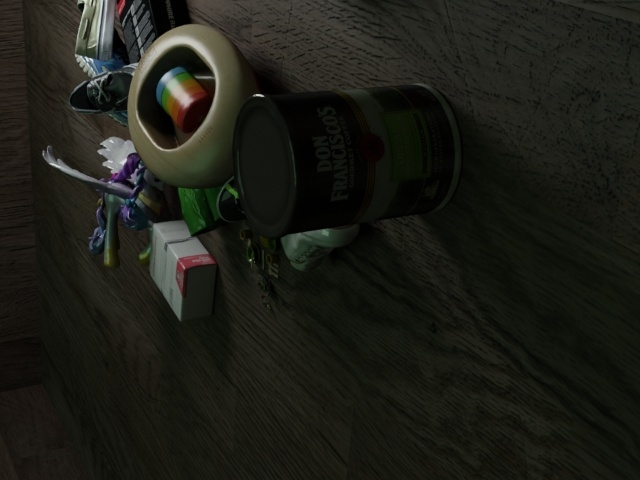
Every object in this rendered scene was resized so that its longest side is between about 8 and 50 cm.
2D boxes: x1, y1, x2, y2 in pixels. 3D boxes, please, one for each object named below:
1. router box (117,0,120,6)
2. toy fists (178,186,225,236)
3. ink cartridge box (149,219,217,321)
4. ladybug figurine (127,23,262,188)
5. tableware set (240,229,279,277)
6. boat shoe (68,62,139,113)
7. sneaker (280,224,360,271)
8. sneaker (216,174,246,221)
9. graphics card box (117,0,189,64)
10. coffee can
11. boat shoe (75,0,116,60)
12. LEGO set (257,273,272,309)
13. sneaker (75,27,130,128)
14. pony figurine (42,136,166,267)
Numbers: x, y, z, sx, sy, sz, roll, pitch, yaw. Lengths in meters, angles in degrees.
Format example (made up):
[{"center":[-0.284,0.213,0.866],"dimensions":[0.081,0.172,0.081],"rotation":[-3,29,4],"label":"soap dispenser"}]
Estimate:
[{"center":[-0.517,-0.712,2.443],"dimensions":[0.133,0.046,0.179],"rotation":[-54,51,52],"label":"router box"},{"center":[-0.231,-0.109,2.050],"dimensions":[0.279,0.096,0.142],"rotation":[-24,84,59],"label":"toy fists"},{"center":[-0.341,0.071,2.303],"dimensions":[0.218,0.092,0.159],"rotation":[45,136,45],"label":"ink cartridge box"},{"center":[-0.242,-0.265,1.895],"dimensions":[0.305,0.162,0.449],"rotation":[-50,46,15],"label":"ladybug figurine"},{"center":[-0.129,0.014,1.970],"dimensions":[0.154,0.024,0.104],"rotation":[31,124,55],"label":"tableware set"},{"center":[-0.505,-0.356,2.235],"dimensions":[0.301,0.102,0.108],"rotation":[-1,99,49],"label":"boat shoe"},{"center":[0.000,0.000,1.659],"dimensions":[0.290,0.105,0.123],"rotation":[-155,57,-70],"label":"sneaker"},{"center":[-0.103,-0.094,1.706],"dimensions":[0.234,0.097,0.084],"rotation":[-29,112,24],"label":"sneaker"},{"center":[-0.380,-0.441,2.223],"dimensions":[0.233,0.094,0.371],"rotation":[-32,69,59],"label":"graphics card box"},{"center":[0.036,-0.121,1.361],"dimensions":[0.201,0.275,0.202],"rotation":[27,121,56],"label":"coffee can"},{"center":[-0.562,-0.595,2.349],"dimensions":[0.109,0.094,0.302],"rotation":[131,140,-63],"label":"boat shoe"},{"center":[-0.113,0.104,1.976],"dimensions":[0.083,0.023,0.054],"rotation":[89,156,-43],"label":"LEGO set"},{"center":[-0.502,-0.420,2.401],"dimensions":[0.147,0.129,0.330],"rotation":[-44,75,31],"label":"sneaker"},{"center":[-0.510,-0.115,2.427],"dimensions":[0.351,0.303,0.364],"rotation":[21,118,22],"label":"pony figurine"}]
